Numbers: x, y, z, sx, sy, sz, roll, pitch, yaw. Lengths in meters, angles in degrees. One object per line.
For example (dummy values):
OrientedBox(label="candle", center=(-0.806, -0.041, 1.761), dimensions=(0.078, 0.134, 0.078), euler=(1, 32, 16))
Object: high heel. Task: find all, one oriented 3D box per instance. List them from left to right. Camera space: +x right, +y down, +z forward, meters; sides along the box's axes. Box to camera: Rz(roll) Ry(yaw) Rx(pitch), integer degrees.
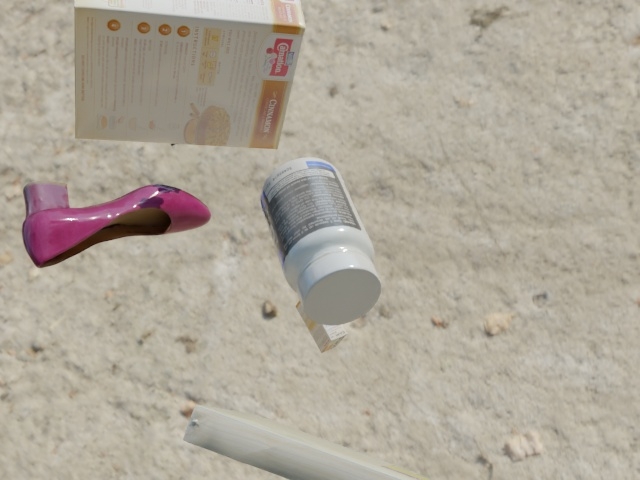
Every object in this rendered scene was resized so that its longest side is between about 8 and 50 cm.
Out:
OrientedBox(label="high heel", center=(-0.375, -0.009, 1.655), dimensions=(0.377, 0.127, 0.181), euler=(1, 53, -28))

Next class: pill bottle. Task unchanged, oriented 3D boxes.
OrientedBox(label="pill bottle", center=(0.000, 0.000, 0.730), dimensions=(0.078, 0.078, 0.137), euler=(-22, 45, 1))

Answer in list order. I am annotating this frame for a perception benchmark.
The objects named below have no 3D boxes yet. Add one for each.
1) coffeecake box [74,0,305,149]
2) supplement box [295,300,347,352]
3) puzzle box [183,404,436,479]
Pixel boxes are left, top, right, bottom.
OrientedBox(label="coffeecake box", center=(-0.119, -0.156, 0.764), dimensions=(0.185, 0.142, 0.068), euler=(2, 49, -14))
OrientedBox(label="supplement box", center=(0.001, 0.138, 1.518), dimensions=(0.036, 0.062, 0.098), euler=(-22, 72, -27))
OrientedBox(label="puzzle box", center=(0.043, 0.319, 1.191), dimensions=(0.409, 0.272, 0.052), euler=(17, 80, 15))
